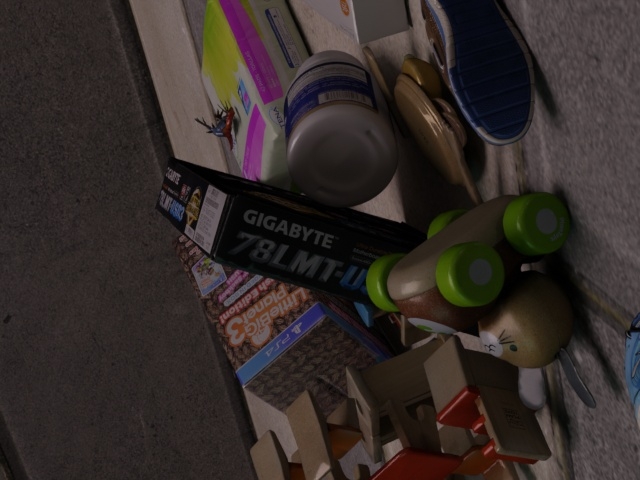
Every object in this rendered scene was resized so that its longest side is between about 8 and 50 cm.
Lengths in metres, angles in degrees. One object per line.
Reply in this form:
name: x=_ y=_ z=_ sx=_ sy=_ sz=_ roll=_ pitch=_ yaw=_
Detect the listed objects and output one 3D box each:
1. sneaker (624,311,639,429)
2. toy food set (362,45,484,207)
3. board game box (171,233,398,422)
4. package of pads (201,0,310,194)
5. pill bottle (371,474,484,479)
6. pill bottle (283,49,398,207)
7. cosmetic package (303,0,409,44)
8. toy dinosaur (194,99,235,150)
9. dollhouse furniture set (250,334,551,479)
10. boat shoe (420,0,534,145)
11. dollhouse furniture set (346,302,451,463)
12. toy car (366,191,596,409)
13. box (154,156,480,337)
sneaker: x=0.237 y=0.075 z=0.882 sx=0.162 sy=0.063 sz=0.073 roll=89 pitch=161 yaw=-55
toy food set: x=0.111 y=-0.110 z=1.183 sx=0.192 sy=0.038 sz=0.132 roll=54 pitch=174 yaw=51
board game box: x=-0.038 y=0.098 z=1.700 sx=0.232 sy=0.141 sz=0.291 roll=41 pitch=-167 yaw=-45
package of pads: x=-0.081 y=-0.199 z=1.713 sx=0.296 sy=0.101 sz=0.229 roll=112 pitch=136 yaw=-71
pill bottle: x=0.082 y=0.351 z=1.489 sx=0.152 sy=0.272 sz=0.152 roll=160 pitch=90 yaw=-77
pill bottle: x=0.017 y=-0.124 z=1.311 sx=0.187 sy=0.112 sz=0.112 roll=-95 pitch=-7 yaw=-60
cosmetic package: x=0.011 y=-0.283 z=1.282 sx=0.239 sy=0.060 sz=0.099 roll=-130 pitch=22 yaw=-58
toy dinosaur: x=-0.125 y=-0.157 z=1.697 sx=0.090 sy=0.047 sz=0.082 roll=37 pitch=174 yaw=-31
dollhouse furniture set: x=0.104 y=0.226 z=1.281 sx=0.259 sy=0.262 sz=0.135 roll=-49 pitch=42 yaw=34
boat shoe: x=0.125 y=-0.152 z=1.016 sx=0.066 sy=0.066 sz=0.183 roll=90 pitch=167 yaw=-70
dollhouse furniture set: x=0.079 y=0.141 z=1.502 sx=0.129 sy=0.129 sz=0.184 roll=85 pitch=160 yaw=-50
toy car: x=0.156 y=0.069 z=1.073 sx=0.188 sy=0.149 sz=0.155 roll=59 pitch=157 yaw=-9
box: x=0.000 y=0.000 z=1.286 sx=0.293 sy=0.295 sz=0.073 roll=-143 pitch=71 yaw=-70
